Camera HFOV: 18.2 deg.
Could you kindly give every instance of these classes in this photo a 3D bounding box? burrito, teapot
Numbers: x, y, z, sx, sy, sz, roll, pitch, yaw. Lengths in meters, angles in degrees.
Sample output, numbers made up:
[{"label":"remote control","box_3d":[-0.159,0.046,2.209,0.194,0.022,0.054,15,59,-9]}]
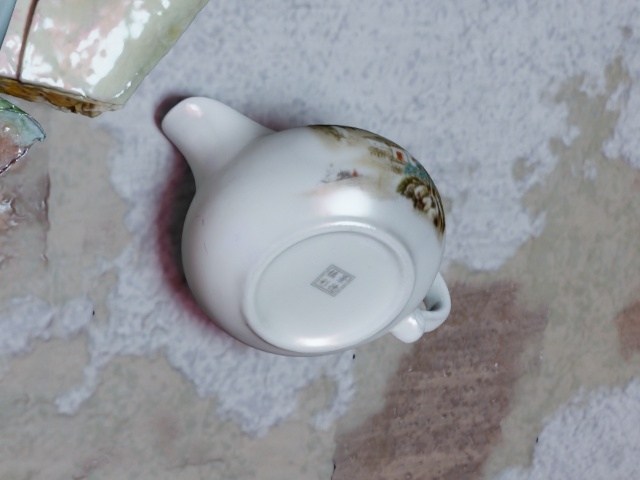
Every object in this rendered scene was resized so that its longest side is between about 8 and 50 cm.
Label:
[{"label":"burrito","box_3d":[-0.147,-0.199,1.409,0.143,0.105,0.299,44,81,-23]},{"label":"teapot","box_3d":[0.000,0.000,1.549,0.204,0.139,0.298,-39,130,16]}]

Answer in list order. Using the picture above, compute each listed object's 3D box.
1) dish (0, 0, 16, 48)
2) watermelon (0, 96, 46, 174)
[{"label":"dish","box_3d":[-0.292,-0.107,1.226,0.243,0.080,0.182,-6,133,-37]},{"label":"watermelon","box_3d":[-0.291,-0.057,1.387,0.187,0.071,0.139,8,108,-42]}]
